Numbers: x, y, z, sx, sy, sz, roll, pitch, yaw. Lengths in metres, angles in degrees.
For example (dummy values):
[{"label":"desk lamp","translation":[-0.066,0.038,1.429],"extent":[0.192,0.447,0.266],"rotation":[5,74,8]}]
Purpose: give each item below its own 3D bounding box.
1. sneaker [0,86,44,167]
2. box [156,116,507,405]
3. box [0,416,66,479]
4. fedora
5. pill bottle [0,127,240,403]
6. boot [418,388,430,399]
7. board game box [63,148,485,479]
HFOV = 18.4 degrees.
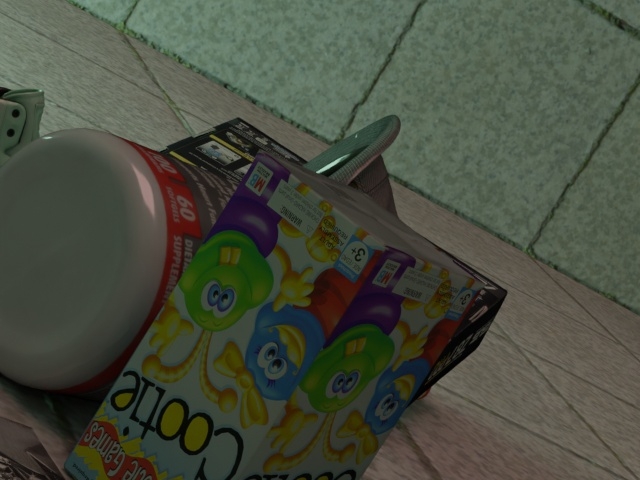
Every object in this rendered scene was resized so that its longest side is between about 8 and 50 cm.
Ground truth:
[{"label":"sneaker","translation":[-0.268,-0.056,1.857],"extent":[0.256,0.151,0.094],"rotation":[30,8,-19]},{"label":"box","translation":[-0.019,0.024,2.185],"extent":[0.395,0.097,0.318],"rotation":[33,23,12]},{"label":"box","translation":[-0.246,0.146,1.176],"extent":[0.231,0.056,0.183],"rotation":[25,12,-36]},{"label":"fedora","translation":[0.000,0.000,1.961],"extent":[0.124,0.244,0.275],"rotation":[56,39,-7]},{"label":"pill bottle","translation":[-0.108,0.047,1.658],"extent":[0.210,0.210,0.363],"rotation":[39,12,36]},{"label":"boot","translation":[0.099,0.146,2.285],"extent":[0.085,0.059,0.158],"rotation":[31,7,-34]},{"label":"board game box","translation":[-0.033,0.098,1.427],"extent":[0.142,0.275,0.144],"rotation":[39,11,35]}]
